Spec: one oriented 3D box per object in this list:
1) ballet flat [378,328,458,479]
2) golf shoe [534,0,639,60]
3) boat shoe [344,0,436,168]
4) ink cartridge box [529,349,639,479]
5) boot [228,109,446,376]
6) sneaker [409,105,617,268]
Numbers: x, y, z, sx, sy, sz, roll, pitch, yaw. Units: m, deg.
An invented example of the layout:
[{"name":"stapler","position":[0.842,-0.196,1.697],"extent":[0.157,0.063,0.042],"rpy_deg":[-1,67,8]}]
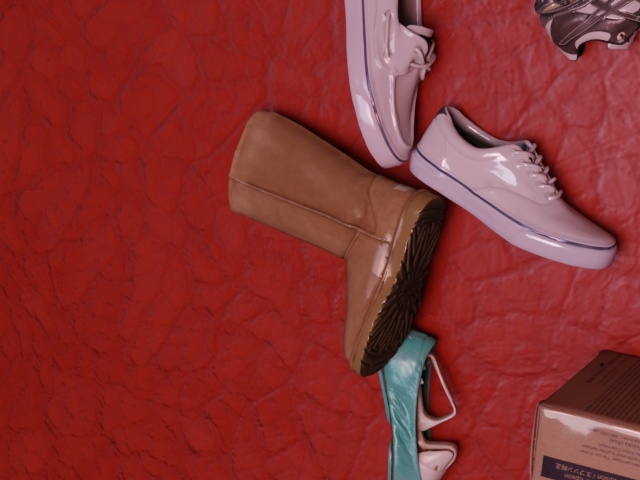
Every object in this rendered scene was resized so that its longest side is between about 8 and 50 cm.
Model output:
[{"name":"ballet flat","position":[0.118,0.224,1.584],"extent":[0.087,0.083,0.247],"rpy_deg":[-2,100,20]},{"name":"golf shoe","position":[0.322,-0.250,1.384],"extent":[0.198,0.077,0.094],"rpy_deg":[-18,103,37]},{"name":"boat shoe","position":[0.086,-0.217,1.494],"extent":[0.088,0.096,0.267],"rpy_deg":[-7,82,25]},{"name":"ink cartridge box","position":[0.342,0.196,1.368],"extent":[0.193,0.234,0.088],"rpy_deg":[11,105,26]},{"name":"boot","position":[0.000,0.000,1.569],"extent":[0.269,0.089,0.236],"rpy_deg":[26,99,32]},{"name":"sneaker","position":[0.213,-0.060,1.462],"extent":[0.258,0.094,0.091],"rpy_deg":[31,118,20]}]
